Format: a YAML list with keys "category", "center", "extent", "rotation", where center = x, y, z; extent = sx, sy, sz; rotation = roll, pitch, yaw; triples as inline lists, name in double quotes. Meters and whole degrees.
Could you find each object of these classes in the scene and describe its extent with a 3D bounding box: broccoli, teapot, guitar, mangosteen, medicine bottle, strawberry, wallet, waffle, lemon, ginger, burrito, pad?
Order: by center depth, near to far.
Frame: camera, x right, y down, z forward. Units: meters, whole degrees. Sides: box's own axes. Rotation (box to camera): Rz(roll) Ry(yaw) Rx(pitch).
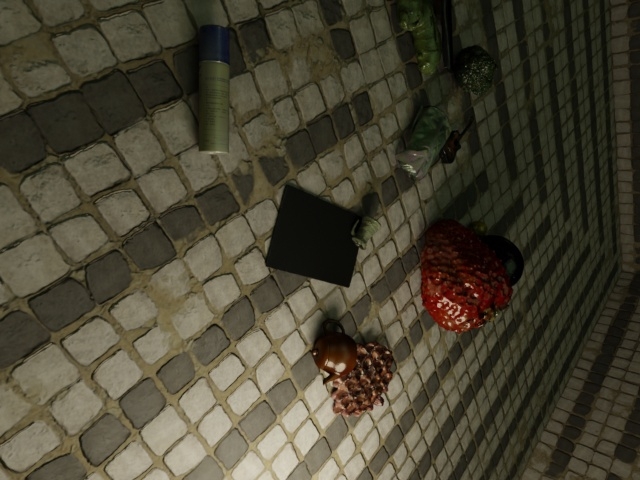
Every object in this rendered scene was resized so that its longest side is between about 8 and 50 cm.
- category: "medicine bottle"
  center: [-0.203, -0.283, 0.834]
  extent: [0.059, 0.059, 0.230]
  rotation: [-4, 99, -43]
- category: "pad"
  center: [0.000, 0.000, 1.103]
  extent: [0.300, 0.005, 0.202]
  rotation: [18, 84, -43]
- category: "teapot"
  center: [0.028, 0.283, 1.113]
  extent: [0.116, 0.116, 0.173]
  rotation: [30, 49, -42]
- category: "teapot"
  center: [0.117, -0.021, 1.173]
  extent: [0.067, 0.057, 0.083]
  rotation: [32, 74, -2]
- category: "ginger"
  center: [0.270, -0.607, 1.213]
  extent: [0.290, 0.089, 0.137]
  rotation: [53, 43, -39]
- category: "waffle"
  center: [0.125, 0.396, 1.249]
  extent: [0.234, 0.055, 0.221]
  rotation: [7, 93, -38]
- category: "burrito"
  center: [0.313, -0.285, 1.300]
  extent: [0.144, 0.089, 0.228]
  rotation: [41, 67, -36]
- category: "wallet"
  center: [0.387, -0.660, 1.320]
  extent: [0.146, 0.030, 0.285]
  rotation: [-29, 116, -61]
- category: "strawberry"
  center: [0.431, 0.100, 1.361]
  extent: [0.312, 0.267, 0.351]
  rotation: [-12, 84, -52]
- category: "broccoli"
  center: [0.491, -0.549, 1.391]
  extent: [0.138, 0.162, 0.145]
  rotation: [-21, 137, -25]
- category: "guitar"
  center: [0.465, -0.352, 1.471]
  extent: [0.233, 0.025, 0.088]
  rotation: [-50, 126, -27]
- category: "mangosteen"
  center: [0.611, 0.095, 1.570]
  extent: [0.211, 0.211, 0.250]
  rotation: [-61, 159, -18]
- category: "lemon"
  center: [0.578, -0.041, 1.599]
  extent: [0.083, 0.062, 0.062]
  rotation: [19, 83, -45]

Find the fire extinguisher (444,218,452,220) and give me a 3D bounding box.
- category: "fire extinguisher"
  center: [0.470, -0.026, 1.508]
  extent: [0.039, 0.056, 0.132]
  rotation: [-48, 127, 6]
